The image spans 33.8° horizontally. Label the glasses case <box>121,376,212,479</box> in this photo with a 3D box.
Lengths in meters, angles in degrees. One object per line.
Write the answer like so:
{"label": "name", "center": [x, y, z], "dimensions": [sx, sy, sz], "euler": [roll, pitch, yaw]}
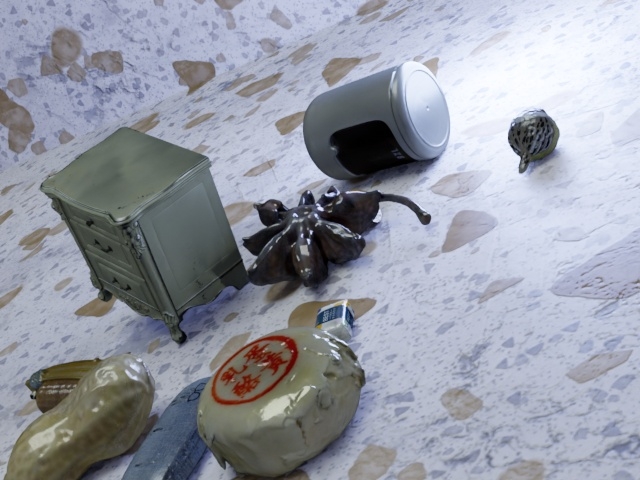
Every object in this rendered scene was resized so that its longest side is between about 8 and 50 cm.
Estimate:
{"label": "glasses case", "center": [-0.227, 0.320, 1.680], "dimensions": [0.109, 0.067, 0.282], "euler": [-16, 25, 34]}

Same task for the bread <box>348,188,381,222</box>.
{"label": "bread", "center": [0.088, -0.069, 2.119], "dimensions": [0.103, 0.049, 0.062], "euler": [10, 79, 55]}

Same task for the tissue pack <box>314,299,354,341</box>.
{"label": "tissue pack", "center": [0.023, 0.142, 1.781], "dimensions": [0.062, 0.042, 0.083], "euler": [-20, 25, 16]}

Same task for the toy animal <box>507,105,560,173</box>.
{"label": "toy animal", "center": [0.390, -0.193, 1.971], "dimensions": [0.098, 0.098, 0.137], "euler": [-4, 34, 45]}

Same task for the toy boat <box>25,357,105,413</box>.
{"label": "toy boat", "center": [-0.464, 0.286, 1.994], "dimensions": [0.310, 0.089, 0.115], "euler": [-7, 35, 41]}

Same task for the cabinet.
{"label": "cabinet", "center": [-0.342, -0.011, 2.092], "dimensions": [0.290, 0.318, 0.227], "euler": [22, 51, 40]}

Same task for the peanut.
{"label": "peanut", "center": [-0.408, 0.327, 1.790], "dimensions": [0.313, 0.149, 0.149], "euler": [-39, 25, -11]}

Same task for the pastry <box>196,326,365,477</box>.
{"label": "pastry", "center": [-0.059, 0.237, 1.578], "dimensions": [0.264, 0.133, 0.265], "euler": [-21, 27, 12]}

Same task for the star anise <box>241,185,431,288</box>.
{"label": "star anise", "center": [0.000, 0.000, 2.019], "dimensions": [0.316, 0.139, 0.359], "euler": [-46, 43, -17]}

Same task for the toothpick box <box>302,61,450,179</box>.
{"label": "toothpick box", "center": [0.102, -0.256, 2.278], "dimensions": [0.316, 0.229, 0.229], "euler": [-13, 28, 36]}
